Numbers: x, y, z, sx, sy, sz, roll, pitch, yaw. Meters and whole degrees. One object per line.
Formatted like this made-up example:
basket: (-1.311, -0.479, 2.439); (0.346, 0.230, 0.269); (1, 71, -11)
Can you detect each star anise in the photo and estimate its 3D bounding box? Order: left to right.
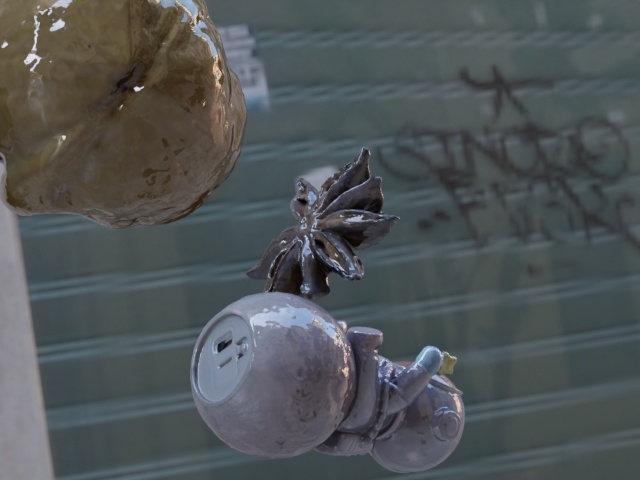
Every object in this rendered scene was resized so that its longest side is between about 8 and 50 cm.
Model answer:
star anise: (0.000, 0.000, 1.553); (0.182, 0.195, 0.065); (-36, -52, 17)

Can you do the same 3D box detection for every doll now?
doll: (0.022, 0.139, 1.376); (0.287, 0.151, 0.151); (21, -25, -39)

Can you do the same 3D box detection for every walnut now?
walnut: (-0.112, -0.074, 0.794); (0.166, 0.149, 0.166); (34, -11, 8)
